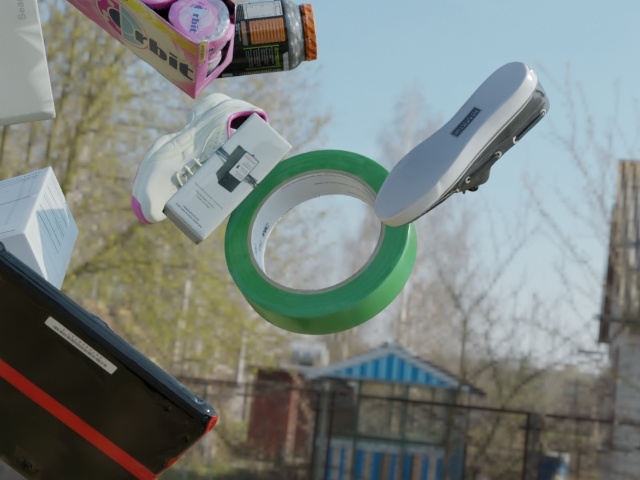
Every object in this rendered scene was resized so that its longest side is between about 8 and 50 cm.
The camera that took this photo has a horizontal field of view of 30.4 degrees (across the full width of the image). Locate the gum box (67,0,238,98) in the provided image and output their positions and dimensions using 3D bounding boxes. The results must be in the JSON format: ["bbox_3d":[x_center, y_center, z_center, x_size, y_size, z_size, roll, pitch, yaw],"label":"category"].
[{"bbox_3d":[-0.165,-0.228,1.132,0.188,0.062,0.107,38,-20,7],"label":"gum box"}]

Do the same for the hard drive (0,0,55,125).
[{"bbox_3d":[-0.447,-0.205,1.224,0.308,0.203,0.040,-10,22,-13],"label":"hard drive"}]

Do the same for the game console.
[{"bbox_3d":[-0.357,0.190,1.536,0.386,0.060,0.342,38,-51,-7],"label":"game console"}]

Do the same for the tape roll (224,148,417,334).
[{"bbox_3d":[0.000,0.000,1.987,0.321,0.321,0.077,4,-27,18],"label":"tape roll"}]

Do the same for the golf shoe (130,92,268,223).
[{"bbox_3d":[-0.209,-0.145,2.055,0.140,0.306,0.115,11,-37,38],"label":"golf shoe"}]

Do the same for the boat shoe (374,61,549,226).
[{"bbox_3d":[0.159,-0.091,1.275,0.076,0.228,0.080,42,0,-34],"label":"boat shoe"}]

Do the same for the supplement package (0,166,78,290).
[{"bbox_3d":[-0.493,0.002,1.912,0.139,0.133,0.244,-15,28,6],"label":"supplement package"}]

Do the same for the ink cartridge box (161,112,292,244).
[{"bbox_3d":[-0.153,-0.097,1.904,0.087,0.208,0.153,44,-10,-4],"label":"ink cartridge box"}]

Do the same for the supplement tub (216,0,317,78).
[{"bbox_3d":[-0.104,-0.323,1.878,0.190,0.117,0.117,-6,-6,-4],"label":"supplement tub"}]
